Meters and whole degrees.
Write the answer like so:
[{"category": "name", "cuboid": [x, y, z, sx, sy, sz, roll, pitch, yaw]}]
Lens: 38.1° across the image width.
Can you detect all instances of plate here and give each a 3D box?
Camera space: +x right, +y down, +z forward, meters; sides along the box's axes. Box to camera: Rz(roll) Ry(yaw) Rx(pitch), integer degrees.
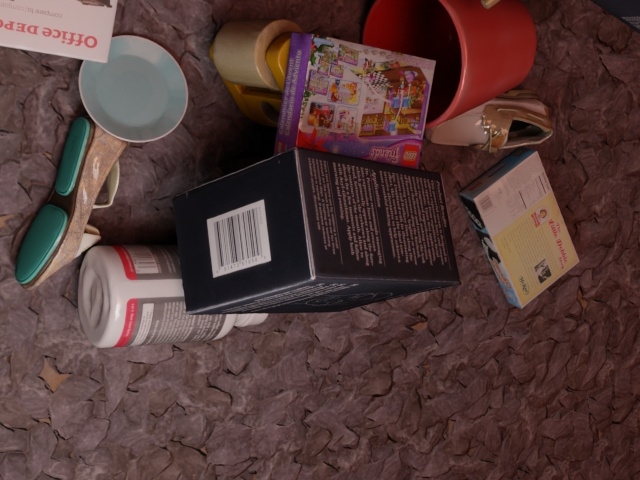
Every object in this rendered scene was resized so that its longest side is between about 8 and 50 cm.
[{"category": "plate", "cuboid": [-0.316, -0.254, 1.567, 0.188, 0.024, 0.188, 6, 77, -27]}]

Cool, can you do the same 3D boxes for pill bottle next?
[{"category": "pill bottle", "cuboid": [-0.252, 0.094, 1.650, 0.319, 0.176, 0.176, 0, 106, -34]}]

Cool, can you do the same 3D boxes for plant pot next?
[{"category": "plant pot", "cuboid": [0.254, -0.362, 1.745, 0.243, 0.275, 0.274, -18, 114, -35]}]

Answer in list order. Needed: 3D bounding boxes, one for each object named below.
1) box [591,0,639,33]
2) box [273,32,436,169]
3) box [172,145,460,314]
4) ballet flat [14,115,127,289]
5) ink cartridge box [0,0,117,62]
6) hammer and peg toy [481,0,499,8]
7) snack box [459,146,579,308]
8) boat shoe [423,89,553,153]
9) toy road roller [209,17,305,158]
[{"category": "box", "cuboid": [0.550, -0.549, 1.496, 0.313, 0.179, 0.343, 14, 87, -44]}, {"category": "box", "cuboid": [0.063, -0.226, 1.560, 0.293, 0.057, 0.200, 2, 101, -42]}, {"category": "box", "cuboid": [0.000, 0.000, 1.587, 0.395, 0.294, 0.211, 5, 73, -49]}, {"category": "ballet flat", "cuboid": [-0.409, -0.053, 1.571, 0.106, 0.108, 0.316, 20, 97, -45]}, {"category": "ink cartridge box", "cuboid": [-0.416, -0.439, 1.398, 0.226, 0.131, 0.306, 5, 102, -29]}, {"category": "hammer and peg toy", "cuboid": [0.289, -0.566, 1.503, 0.361, 0.127, 0.266, 41, 81, -10]}, {"category": "snack box", "cuboid": [0.448, -0.026, 2.062, 0.187, 0.060, 0.322, -36, 120, -13]}, {"category": "boat shoe", "cuboid": [0.346, -0.237, 1.893, 0.302, 0.103, 0.113, -13, 148, -24]}, {"category": "toy road roller", "cuboid": [-0.013, -0.288, 1.655, 0.240, 0.202, 0.329, -48, 128, -21]}]
